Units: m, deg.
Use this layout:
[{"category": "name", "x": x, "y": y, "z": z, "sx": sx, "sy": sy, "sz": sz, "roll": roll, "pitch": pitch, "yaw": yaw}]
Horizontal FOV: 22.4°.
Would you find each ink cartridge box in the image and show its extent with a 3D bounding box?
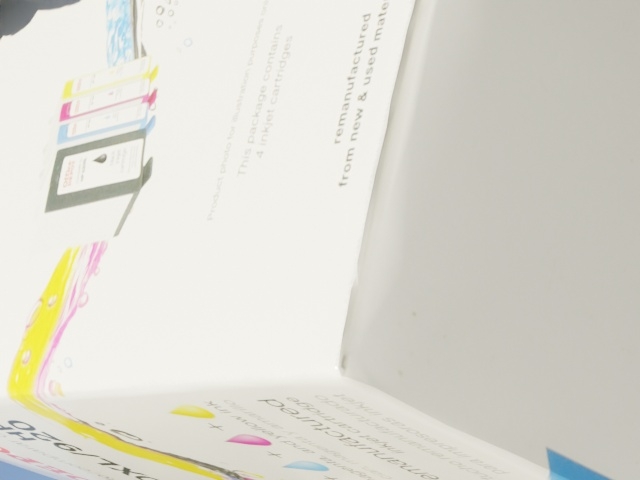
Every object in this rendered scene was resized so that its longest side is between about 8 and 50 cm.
[{"category": "ink cartridge box", "x": 0.000, "y": 0.000, "z": 0.528, "sx": 0.232, "sy": 0.171, "sz": 0.168, "roll": -9, "pitch": 61, "yaw": 47}]
